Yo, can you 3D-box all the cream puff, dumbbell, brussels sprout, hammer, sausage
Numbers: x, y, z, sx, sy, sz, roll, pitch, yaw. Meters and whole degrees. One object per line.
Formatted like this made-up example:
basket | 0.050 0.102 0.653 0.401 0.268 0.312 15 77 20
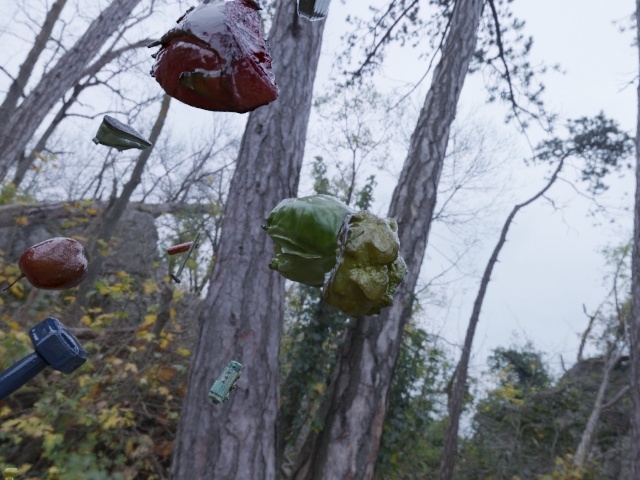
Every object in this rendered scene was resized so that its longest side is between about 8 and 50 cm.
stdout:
cream puff | 0.115 0.061 1.012 0.185 0.282 0.282 15 -25 -4
dumbbell | -0.788 0.354 1.069 0.160 0.325 0.144 56 -23 -13
brussels sprout | 0.014 0.011 1.560 0.361 0.342 0.425 13 -6 23
hammer | -0.468 0.052 1.457 0.013 0.199 0.062 11 -28 15
sausage | -0.547 0.029 1.666 0.129 0.034 0.034 -13 -29 2

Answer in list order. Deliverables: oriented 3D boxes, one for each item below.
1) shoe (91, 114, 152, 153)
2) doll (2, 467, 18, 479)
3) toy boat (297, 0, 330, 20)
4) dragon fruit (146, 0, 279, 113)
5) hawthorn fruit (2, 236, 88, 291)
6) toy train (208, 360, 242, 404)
shoe | -0.687 -0.353 1.447 0.103 0.098 0.275 45 5 4
doll | -0.897 0.830 1.144 0.094 0.160 0.365 13 23 -40
toy boat | -0.011 -0.542 0.885 0.103 0.093 0.246 45 -3 -9
dragon fruit | -0.243 -0.406 0.884 0.282 0.344 0.100 -17 -27 2
hawthorn fruit | -0.763 0.074 1.150 0.203 0.163 0.162 -22 4 -43
toy train | -0.400 0.602 1.772 0.080 0.194 0.125 25 -34 8
